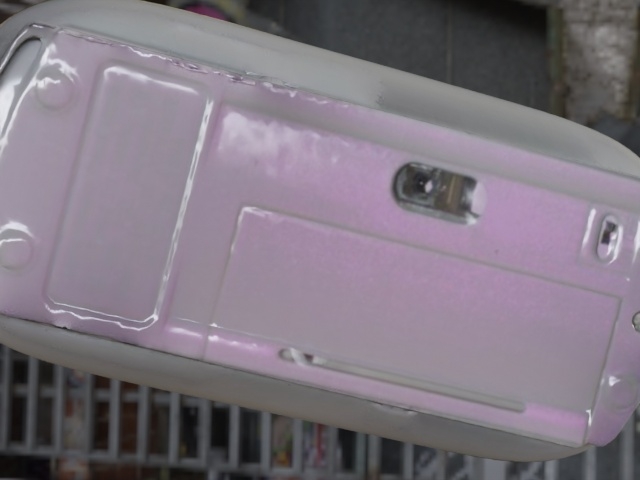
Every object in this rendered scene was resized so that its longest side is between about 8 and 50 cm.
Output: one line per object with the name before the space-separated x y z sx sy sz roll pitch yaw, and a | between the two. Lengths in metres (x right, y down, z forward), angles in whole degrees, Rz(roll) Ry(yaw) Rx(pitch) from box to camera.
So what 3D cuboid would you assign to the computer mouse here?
computer mouse | 0.000 0.000 0.423 0.245 0.125 0.056 13 3 -11
